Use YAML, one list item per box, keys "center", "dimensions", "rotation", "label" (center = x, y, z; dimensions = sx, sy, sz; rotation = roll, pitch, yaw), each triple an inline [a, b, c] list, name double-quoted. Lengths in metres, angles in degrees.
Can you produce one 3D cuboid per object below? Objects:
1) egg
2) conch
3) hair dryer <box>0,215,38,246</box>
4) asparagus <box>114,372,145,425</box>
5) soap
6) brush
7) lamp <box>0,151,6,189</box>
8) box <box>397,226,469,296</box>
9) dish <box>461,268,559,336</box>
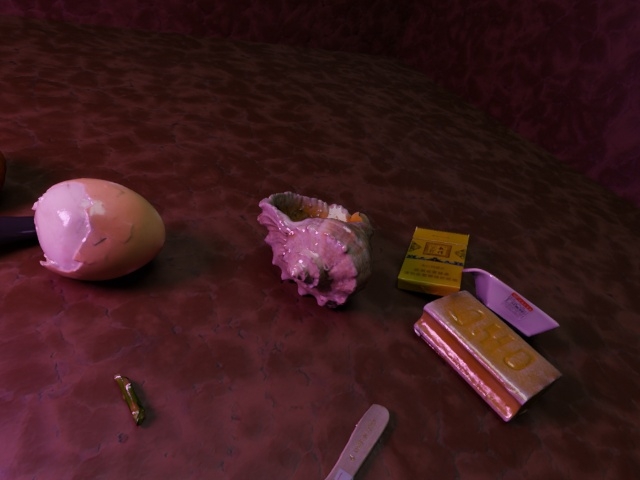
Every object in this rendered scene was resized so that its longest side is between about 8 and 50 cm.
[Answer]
- center: [-0.433, -0.020, 0.944]
  dimensions: [0.244, 0.201, 0.201]
  rotation: [6, 35, -33]
  label: "egg"
- center: [-0.010, 0.015, 1.091]
  dimensions: [0.297, 0.210, 0.352]
  rotation: [36, 14, 12]
  label: "conch"
- center: [-0.624, 0.078, 0.848]
  dimensions: [0.303, 0.120, 0.359]
  rotation: [-5, 49, -51]
  label: "hair dryer"
- center: [-0.310, 0.252, 0.772]
  dimensions: [0.021, 0.025, 0.108]
  rotation: [-22, 50, -30]
  label: "asparagus"
- center: [0.356, 0.237, 1.028]
  dimensions: [0.173, 0.089, 0.274]
  rotation: [-11, 44, -39]
  label: "soap"
- center: [0.032, 0.375, 0.754]
  dimensions: [0.085, 0.020, 0.336]
  rotation: [29, 36, 17]
  label: "brush"
- center: [-0.786, -0.168, 0.999]
  dimensions: [0.223, 0.196, 0.223]
  rotation: [46, 12, -12]
  label: "lamp"
- center: [0.308, 0.052, 1.273]
  dimensions: [0.152, 0.041, 0.279]
  rotation: [8, 32, 18]
  label: "box"
- center: [0.434, 0.150, 1.140]
  dimensions: [0.234, 0.064, 0.154]
  rotation: [38, 0, 5]
  label: "dish"
